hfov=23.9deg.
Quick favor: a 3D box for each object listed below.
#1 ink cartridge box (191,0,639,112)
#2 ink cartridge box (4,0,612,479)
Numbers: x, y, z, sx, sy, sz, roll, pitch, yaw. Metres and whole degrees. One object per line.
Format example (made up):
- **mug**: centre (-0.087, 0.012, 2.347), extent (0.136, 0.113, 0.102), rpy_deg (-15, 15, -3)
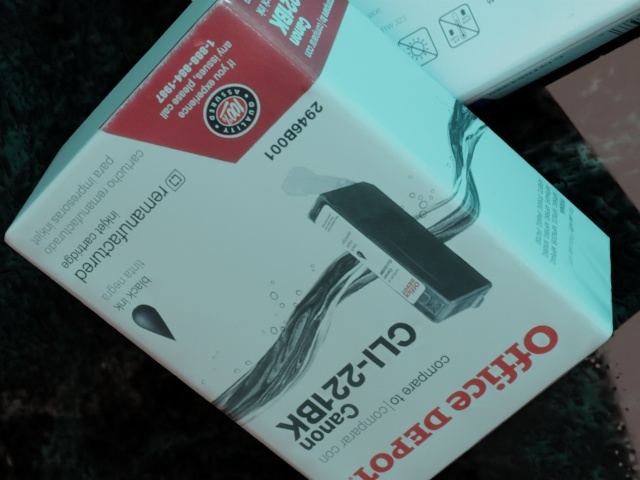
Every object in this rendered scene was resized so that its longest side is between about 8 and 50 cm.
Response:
- **ink cartridge box**: centre (0.052, -0.240, 0.876), extent (0.324, 0.071, 0.330), rpy_deg (-27, 83, 24)
- **ink cartridge box**: centre (0.000, 0.000, 0.837), extent (0.273, 0.114, 0.197), rpy_deg (39, 118, -14)
